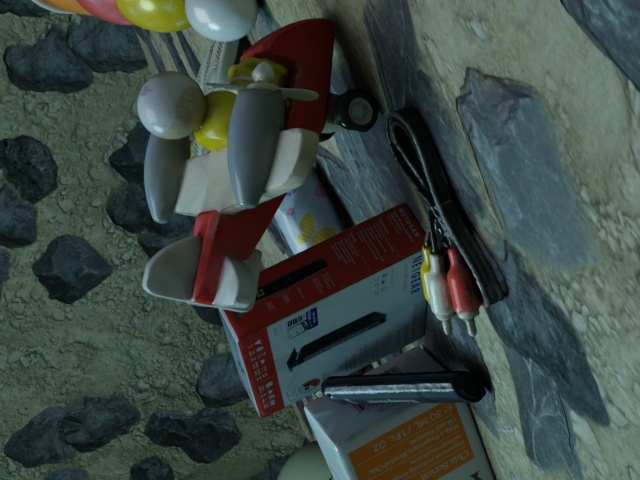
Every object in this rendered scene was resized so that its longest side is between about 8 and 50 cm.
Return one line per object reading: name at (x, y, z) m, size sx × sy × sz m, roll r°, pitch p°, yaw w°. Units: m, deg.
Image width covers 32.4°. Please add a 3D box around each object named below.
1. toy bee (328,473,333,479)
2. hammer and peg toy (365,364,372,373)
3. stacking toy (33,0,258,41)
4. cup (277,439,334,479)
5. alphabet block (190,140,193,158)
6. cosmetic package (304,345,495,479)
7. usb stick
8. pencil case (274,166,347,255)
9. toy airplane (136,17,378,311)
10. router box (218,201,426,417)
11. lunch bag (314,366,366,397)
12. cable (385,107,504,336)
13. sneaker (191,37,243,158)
toy bee at (0.151, 0.449, 2.099) m, size 0.298 × 0.195 × 0.162 m, roll 51°, pitch -171°, yaw -25°
hammer and peg toy at (0.010, 0.217, 2.397) m, size 0.266 × 0.127 × 0.361 m, roll 65°, pitch 167°, yaw -5°
stacking toy at (-0.279, -0.469, 1.897) m, size 0.480 × 0.350 × 0.350 m, roll 37°, pitch 158°, yaw 28°
cup at (0.089, 0.613, 2.576) m, size 0.237 × 0.331 × 0.331 m, roll -30°, pitch 85°, yaw 55°
alphabet block at (-0.181, -0.162, 2.246) m, size 0.193 × 0.192 × 0.197 m, roll 66°, pitch 169°, yaw -22°
cosmetic package at (0.168, 0.434, 1.844) m, size 0.453 × 0.230 × 0.161 m, roll 68°, pitch 168°, yaw -24°
usb stick at (0.119, 0.222, 1.651) m, size 0.278 × 0.077 × 0.045 m, roll -8°, pitch 74°, yaw 43°
pencil case at (0.000, 0.000, 1.952) m, size 0.273 × 0.113 × 0.124 m, roll 61°, pitch -176°, yaw 15°
toy airplane at (-0.130, -0.098, 1.415) m, size 0.272 × 0.386 × 0.384 m, roll 36°, pitch -151°, yaw -22°
router box at (0.011, 0.113, 1.643) m, size 0.082 × 0.301 × 0.335 m, roll 60°, pitch 170°, yaw 25°
lunch bag at (0.010, 0.179, 2.088) m, size 0.258 × 0.120 × 0.293 m, roll 61°, pitch -167°, yaw -4°
cable at (0.139, -0.016, 1.330) m, size 0.287 × 0.072 × 0.139 m, roll 67°, pitch 164°, yaw -17°
sneaker at (-0.154, -0.219, 2.077) m, size 0.131 × 0.148 × 0.350 m, roll 1°, pitch 84°, yaw 64°
